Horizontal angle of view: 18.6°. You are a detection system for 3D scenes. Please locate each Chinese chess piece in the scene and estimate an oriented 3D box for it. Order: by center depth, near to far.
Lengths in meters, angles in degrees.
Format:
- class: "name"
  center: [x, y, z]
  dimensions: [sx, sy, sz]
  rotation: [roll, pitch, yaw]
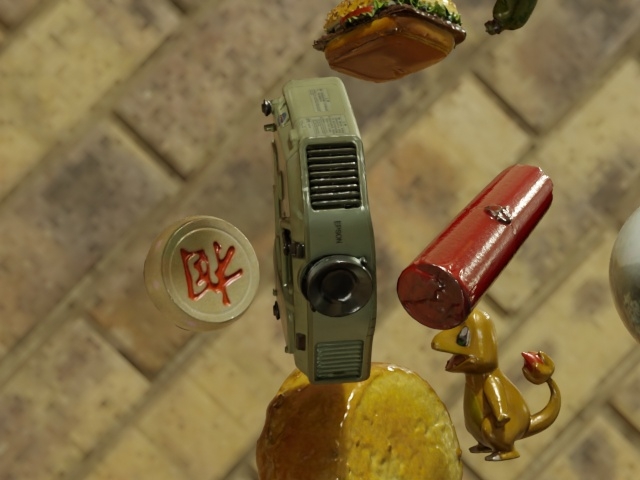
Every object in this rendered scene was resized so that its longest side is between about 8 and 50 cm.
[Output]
- class: "Chinese chess piece"
  center: [-0.123, 0.034, 2.034]
  dimensions: [0.122, 0.122, 0.051]
  rotation: [-48, 11, -28]

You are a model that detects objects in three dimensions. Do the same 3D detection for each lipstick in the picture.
- class: "lipstick"
  center: [0.150, 0.002, 1.837]
  dimensions: [0.073, 0.073, 0.280]
  rotation: [-45, 0, 31]

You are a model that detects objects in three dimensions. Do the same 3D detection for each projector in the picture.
- class: "projector"
  center: [0.000, 0.000, 1.867]
  dimensions: [0.193, 0.088, 0.269]
  rotation: [-106, 12, -60]

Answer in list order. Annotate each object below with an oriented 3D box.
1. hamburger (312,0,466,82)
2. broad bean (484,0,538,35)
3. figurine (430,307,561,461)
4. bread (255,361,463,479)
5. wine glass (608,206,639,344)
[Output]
- class: "hamburger"
  center: [0.081, -0.241, 2.235]
  dimensions: [0.166, 0.137, 0.087]
  rotation: [-17, 63, 44]
- class: "broad bean"
  center: [0.161, -0.277, 1.520]
  dimensions: [0.052, 0.053, 0.256]
  rotation: [-110, 18, -55]
- class: "figurine"
  center: [0.203, 0.152, 2.196]
  dimensions: [0.122, 0.176, 0.121]
  rotation: [-23, 9, -7]
- class: "bread"
  center: [0.038, 0.242, 2.066]
  dimensions: [0.146, 0.268, 0.268]
  rotation: [-12, 25, 38]
- class: "wine glass"
  center: [0.451, 0.042, 2.152]
  dimensions: [0.238, 0.238, 0.323]
  rotation: [-46, 13, -4]
